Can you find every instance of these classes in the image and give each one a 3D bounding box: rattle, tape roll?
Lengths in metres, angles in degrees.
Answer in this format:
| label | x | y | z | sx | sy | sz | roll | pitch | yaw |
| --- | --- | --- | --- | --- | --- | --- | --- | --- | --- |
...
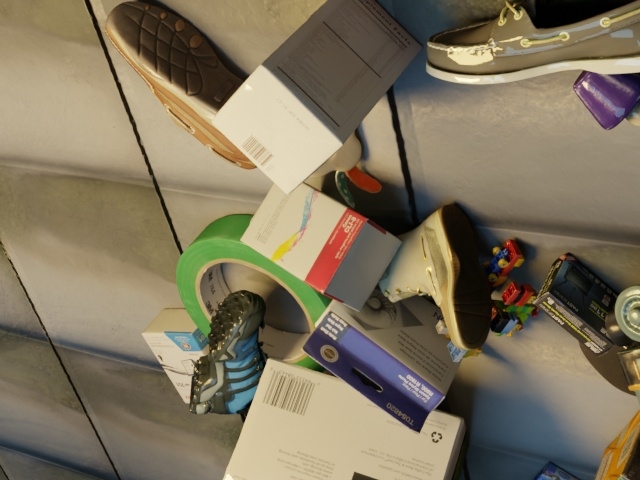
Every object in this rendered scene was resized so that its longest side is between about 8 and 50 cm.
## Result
| label | x | y | z | sx | sy | sz | roll | pitch | yaw |
| --- | --- | --- | --- | --- | --- | --- | --- | --- | --- |
| rattle | -0.011 | -0.143 | 1.498 | 0.143 | 0.130 | 0.200 | 9 | 160 | 43 |
| tape roll | -0.098 | 0.103 | 1.777 | 0.321 | 0.077 | 0.321 | 19 | 135 | 20 |

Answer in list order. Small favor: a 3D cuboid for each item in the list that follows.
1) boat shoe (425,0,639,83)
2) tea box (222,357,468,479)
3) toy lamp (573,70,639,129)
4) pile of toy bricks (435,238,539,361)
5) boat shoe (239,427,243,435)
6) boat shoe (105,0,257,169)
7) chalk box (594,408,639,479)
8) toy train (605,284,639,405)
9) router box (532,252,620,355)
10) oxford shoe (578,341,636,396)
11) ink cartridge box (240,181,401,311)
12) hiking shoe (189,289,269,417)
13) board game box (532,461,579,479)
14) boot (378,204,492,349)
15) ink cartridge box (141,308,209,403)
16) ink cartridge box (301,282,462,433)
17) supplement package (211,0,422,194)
| label | x | y | z | sx | sy | sz | roll | pitch | yaw |
| --- | --- | --- | --- | --- | --- | --- | --- | --- | --- |
| boat shoe | 0.262 | -0.245 | 1.183 | 0.305 | 0.109 | 0.091 | 0 | 127 | 28 |
| tea box | 0.058 | 0.368 | 1.690 | 0.329 | 0.220 | 0.323 | 16 | 165 | 13 |
| toy lamp | 0.421 | -0.116 | 1.211 | 0.275 | 0.080 | 0.080 | 39 | 139 | -2 |
| pile of toy bricks | 0.273 | 0.105 | 1.517 | 0.105 | 0.118 | 0.212 | 7 | 134 | -25 |
| boat shoe | -0.091 | 0.388 | 2.067 | 0.153 | 0.048 | 0.056 | -10 | 109 | 33 |
| boat shoe | -0.195 | -0.219 | 1.518 | 0.324 | 0.123 | 0.116 | 42 | 141 | -3 |
| chalk box | 0.564 | 0.401 | 1.509 | 0.289 | 0.180 | 0.179 | 30 | 139 | 10 |
| toy train | 0.520 | 0.115 | 1.270 | 0.334 | 0.142 | 0.190 | -22 | 84 | 43 |
| router box | 0.367 | 0.089 | 1.425 | 0.122 | 0.092 | 0.038 | 39 | 139 | -2 |
| oxford shoe | 0.470 | 0.181 | 1.461 | 0.212 | 0.076 | 0.076 | 32 | 133 | 31 |
| ink cartridge box | 0.000 | 0.000 | 1.509 | 0.176 | 0.127 | 0.128 | 31 | -179 | 32 |
| hiking shoe | -0.135 | 0.197 | 1.777 | 0.132 | 0.113 | 0.304 | 11 | 135 | -16 |
| board game box | 0.415 | 0.434 | 1.765 | 0.090 | 0.020 | 0.090 | 30 | 139 | 7 |
| boot | 0.163 | 0.072 | 1.502 | 0.165 | 0.077 | 0.213 | -29 | 65 | 49 |
| ink cartridge box | -0.238 | 0.228 | 1.988 | 0.140 | 0.082 | 0.190 | -4 | 123 | 37 |
| ink cartridge box | 0.109 | 0.154 | 1.565 | 0.223 | 0.224 | 0.045 | 36 | 131 | 1 |
| supplement package | 0.000 | -0.200 | 1.299 | 0.139 | 0.244 | 0.134 | 44 | 138 | -7 |
